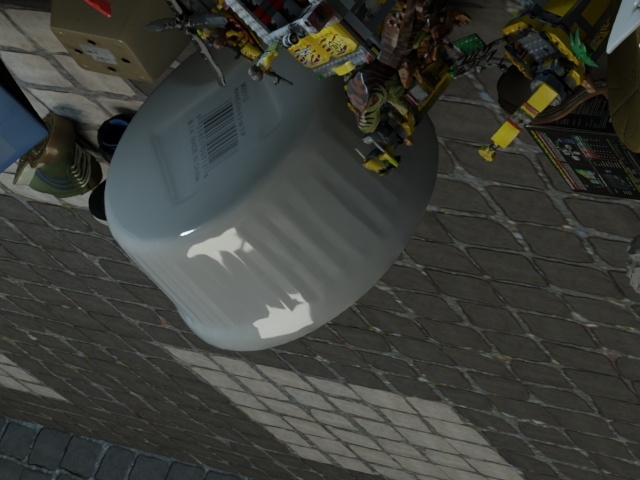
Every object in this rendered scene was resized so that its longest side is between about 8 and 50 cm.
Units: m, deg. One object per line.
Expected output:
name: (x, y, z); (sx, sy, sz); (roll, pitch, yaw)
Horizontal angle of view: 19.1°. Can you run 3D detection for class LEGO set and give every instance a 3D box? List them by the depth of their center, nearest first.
LEGO set: (0.028, -0.136, 1.318); (0.255, 0.192, 0.331); (49, 155, -24)

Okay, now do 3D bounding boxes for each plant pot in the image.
plant pot: (-0.166, -0.195, 1.593); (0.109, 0.096, 0.109); (13, 161, 22)

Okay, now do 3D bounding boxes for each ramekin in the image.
ramekin: (-0.051, -0.057, 1.598); (0.277, 0.277, 0.135); (1, 146, 46)

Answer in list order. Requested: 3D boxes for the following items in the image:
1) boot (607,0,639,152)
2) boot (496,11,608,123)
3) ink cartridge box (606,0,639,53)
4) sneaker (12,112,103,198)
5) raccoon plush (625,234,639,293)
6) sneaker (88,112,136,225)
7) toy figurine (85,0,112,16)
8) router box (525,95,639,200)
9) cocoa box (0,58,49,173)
boot: (0.270, -0.165, 1.204); (0.165, 0.213, 0.077); (-8, -152, -15)
boot: (0.180, -0.153, 1.414); (0.106, 0.082, 0.219); (52, 157, -17)
ink cartridge box: (0.227, -0.184, 1.055); (0.060, 0.180, 0.104); (23, 162, -6)
sneaker: (-0.277, -0.089, 2.088); (0.086, 0.064, 0.192); (18, 164, -16)
raccoon plush: (0.323, -0.002, 1.472); (0.299, 0.216, 0.446); (42, 154, -31)
sneaker: (-0.204, -0.083, 2.006); (0.121, 0.079, 0.217); (36, 148, -31)
toy figurine: (-0.006, -0.277, 1.021); (0.191, 0.362, 0.217); (49, 137, 34)
router box: (0.235, -0.078, 1.582); (0.092, 0.038, 0.122); (8, 158, 32)
cocoa box: (-0.445, -0.168, 1.641); (0.228, 0.231, 0.347); (51, -178, 35)
